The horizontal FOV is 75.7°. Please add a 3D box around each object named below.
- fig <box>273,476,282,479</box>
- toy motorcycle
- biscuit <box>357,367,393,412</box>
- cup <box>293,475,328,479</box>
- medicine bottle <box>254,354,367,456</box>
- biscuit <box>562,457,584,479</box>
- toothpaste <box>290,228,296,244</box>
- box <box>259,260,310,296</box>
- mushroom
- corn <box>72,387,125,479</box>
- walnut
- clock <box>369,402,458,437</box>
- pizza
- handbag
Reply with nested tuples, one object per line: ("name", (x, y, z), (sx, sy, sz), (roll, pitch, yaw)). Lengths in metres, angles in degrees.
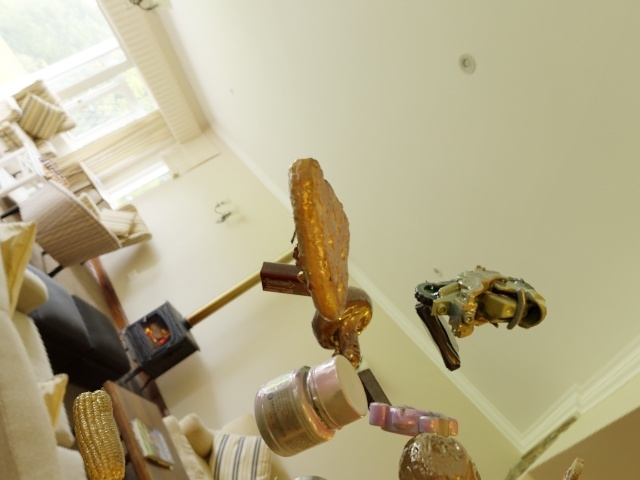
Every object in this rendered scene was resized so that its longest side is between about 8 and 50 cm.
("fig", (-0.022, 0.621, 0.899), (0.257, 0.159, 0.159), (49, -15, 2))
("toy motorcycle", (0.505, 0.184, 1.262), (0.237, 0.410, 0.168), (-122, -147, -67))
("biscuit", (0.257, 0.767, 2.048), (0.070, 0.106, 0.252), (-51, -123, 31))
("cup", (-0.037, 0.853, 1.152), (0.212, 0.212, 0.317), (56, 4, 1))
("medicine bottle", (-0.028, 0.516, 1.306), (0.241, 0.302, 0.241), (56, 14, -21))
("biscuit", (0.765, 0.746, 1.269), (0.035, 0.158, 0.240), (21, -35, 36))
("toothpaste", (-0.116, -0.023, 1.837), (0.019, 0.083, 0.027), (17, 10, -31))
("box", (-0.092, 0.136, 1.422), (0.120, 0.224, 0.069), (92, 8, -48))
("mushroom", (0.115, 0.370, 1.796), (0.356, 0.334, 0.330), (35, -37, 53))
("corn", (-0.590, 0.521, 1.096), (0.313, 0.102, 0.102), (35, -25, 46))
("walnut", (0.316, 0.628, 1.098), (0.228, 0.228, 0.228), (51, -15, 20))
("clock", (0.312, 0.606, 1.379), (0.248, 0.090, 0.228), (-10, -26, 42))
("pizza", (0.000, 0.000, 0.963), (0.277, 0.114, 0.408), (-75, 158, -58))
("handbag", (0.415, 0.318, 1.442), (0.246, 0.080, 0.223), (62, 9, 10))
